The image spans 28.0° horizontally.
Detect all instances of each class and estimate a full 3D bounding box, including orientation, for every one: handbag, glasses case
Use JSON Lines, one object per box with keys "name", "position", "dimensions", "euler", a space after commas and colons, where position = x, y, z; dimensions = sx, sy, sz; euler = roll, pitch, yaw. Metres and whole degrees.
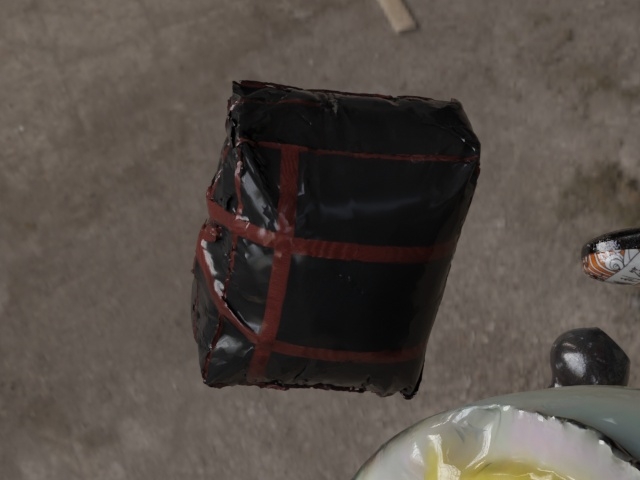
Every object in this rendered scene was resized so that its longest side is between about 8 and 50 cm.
{"name": "handbag", "position": [0.000, 0.000, 0.878], "dimensions": [0.169, 0.215, 0.155], "euler": [4, 30, -14]}
{"name": "glasses case", "position": [0.414, 0.015, 1.373], "dimensions": [0.267, 0.103, 0.067], "euler": [-3, 78, 1]}

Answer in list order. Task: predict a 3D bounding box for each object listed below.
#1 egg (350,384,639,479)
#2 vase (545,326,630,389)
{"name": "egg", "position": [0.208, 0.260, 0.706], "dimensions": [0.340, 0.354, 0.354], "euler": [8, 42, -35]}
{"name": "vase", "position": [0.344, 0.207, 1.792], "dimensions": [0.183, 0.120, 0.120], "euler": [-43, 56, 1]}
